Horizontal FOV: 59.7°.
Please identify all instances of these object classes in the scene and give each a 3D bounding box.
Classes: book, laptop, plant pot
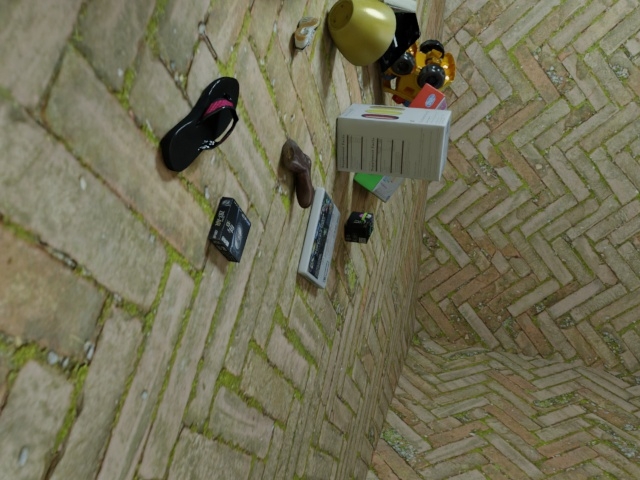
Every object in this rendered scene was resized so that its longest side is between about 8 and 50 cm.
[{"bbox_3d":[0.140,-0.538,1.259,0.144,0.096,0.035,-16,114,-51],"label":"book"},{"bbox_3d":[0.165,-0.617,1.443,0.264,0.136,0.234,-48,136,-20],"label":"laptop"},{"bbox_3d":[0.069,-0.433,1.120,0.095,0.134,0.134,13,85,-47],"label":"plant pot"}]

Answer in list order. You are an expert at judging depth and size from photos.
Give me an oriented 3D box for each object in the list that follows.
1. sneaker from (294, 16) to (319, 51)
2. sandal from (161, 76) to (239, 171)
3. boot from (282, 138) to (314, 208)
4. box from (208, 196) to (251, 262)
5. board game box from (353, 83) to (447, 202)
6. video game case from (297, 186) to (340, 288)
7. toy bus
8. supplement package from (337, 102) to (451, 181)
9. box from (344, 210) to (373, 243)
[{"bbox_3d":[-0.027,-0.361,0.975,0.037,0.032,0.083,100,14,-50],"label":"sneaker"},{"bbox_3d":[-0.133,-0.142,0.686,0.179,0.040,0.067,-65,157,-45],"label":"sandal"},{"bbox_3d":[-0.042,-0.119,1.010,0.114,0.037,0.106,33,53,-76],"label":"boot"},{"bbox_3d":[-0.129,-0.014,0.800,0.083,0.018,0.067,65,36,-62],"label":"box"},{"bbox_3d":[0.238,-0.263,1.581,0.316,0.064,0.242,-52,165,6],"label":"board game box"},{"bbox_3d":[0.000,0.000,1.239,0.173,0.022,0.190,49,51,-69],"label":"video game case"},{"bbox_3d":[0.251,-0.484,1.633,0.211,0.220,0.149,129,-26,-52],"label":"toy bus"},{"bbox_3d":[0.173,-0.235,1.316,0.139,0.244,0.134,-56,151,-58],"label":"supplement package"},{"bbox_3d":[0.105,-0.036,1.503,0.083,0.062,0.052,-59,151,-54],"label":"box"}]
